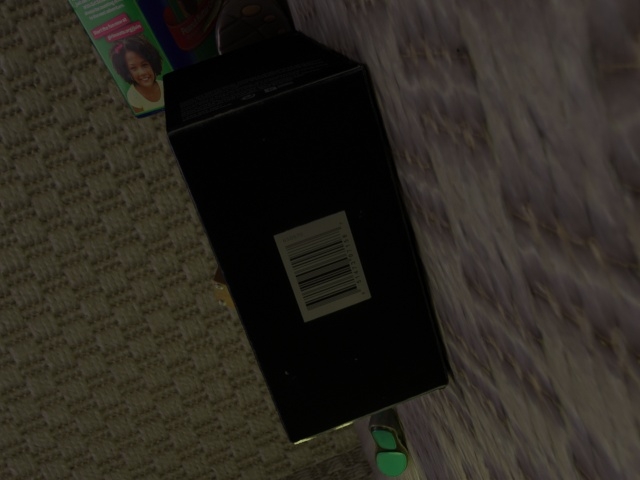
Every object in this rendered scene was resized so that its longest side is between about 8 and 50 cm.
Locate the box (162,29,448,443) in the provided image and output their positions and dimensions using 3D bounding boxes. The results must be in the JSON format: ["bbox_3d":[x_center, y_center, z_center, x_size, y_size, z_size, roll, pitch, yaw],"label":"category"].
[{"bbox_3d":[-0.028,-0.024,0.804,0.312,0.179,0.343,-118,9,-66],"label":"box"}]

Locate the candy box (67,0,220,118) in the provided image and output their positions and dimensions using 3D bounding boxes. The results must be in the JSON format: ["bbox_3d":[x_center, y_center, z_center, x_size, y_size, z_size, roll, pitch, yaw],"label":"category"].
[{"bbox_3d":[-0.232,-0.376,1.023,0.317,0.122,0.268,62,-146,-27],"label":"candy box"}]

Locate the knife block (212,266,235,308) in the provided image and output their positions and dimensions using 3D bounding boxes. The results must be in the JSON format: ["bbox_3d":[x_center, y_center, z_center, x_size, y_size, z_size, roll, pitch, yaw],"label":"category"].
[{"bbox_3d":[-0.063,0.000,1.159,0.088,0.276,0.242,97,-167,-64],"label":"knife block"}]

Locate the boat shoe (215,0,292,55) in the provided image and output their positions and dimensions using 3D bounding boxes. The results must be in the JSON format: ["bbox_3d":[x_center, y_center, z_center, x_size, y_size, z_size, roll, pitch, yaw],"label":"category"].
[{"bbox_3d":[-0.071,-0.192,1.011,0.116,0.123,0.324,-109,11,-52],"label":"boat shoe"}]

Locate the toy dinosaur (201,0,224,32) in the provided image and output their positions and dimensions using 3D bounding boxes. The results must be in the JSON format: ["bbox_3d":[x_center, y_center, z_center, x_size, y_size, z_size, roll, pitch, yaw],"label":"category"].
[{"bbox_3d":[-0.128,-0.384,0.895,0.118,0.064,0.268,-115,27,-65],"label":"toy dinosaur"}]

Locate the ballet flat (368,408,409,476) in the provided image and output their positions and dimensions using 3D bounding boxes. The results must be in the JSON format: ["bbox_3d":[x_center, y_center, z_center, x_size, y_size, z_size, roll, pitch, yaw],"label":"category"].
[{"bbox_3d":[0.142,0.402,1.485,0.213,0.072,0.068,75,-160,-46],"label":"ballet flat"}]
